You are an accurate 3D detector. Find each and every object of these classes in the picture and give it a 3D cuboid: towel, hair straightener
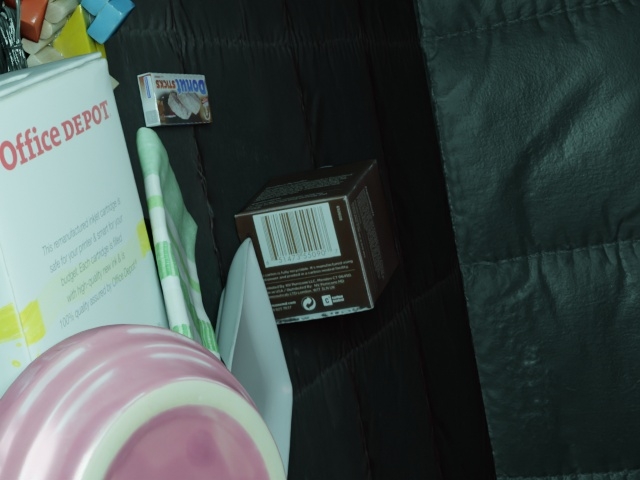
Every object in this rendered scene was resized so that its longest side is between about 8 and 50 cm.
[{"bbox_3d":[-0.120,0.085,1.494,0.248,0.038,0.325,80,-2,-67],"label":"towel"},{"bbox_3d":[-0.289,-0.156,1.445,0.047,0.089,0.230,-27,107,-70],"label":"hair straightener"}]

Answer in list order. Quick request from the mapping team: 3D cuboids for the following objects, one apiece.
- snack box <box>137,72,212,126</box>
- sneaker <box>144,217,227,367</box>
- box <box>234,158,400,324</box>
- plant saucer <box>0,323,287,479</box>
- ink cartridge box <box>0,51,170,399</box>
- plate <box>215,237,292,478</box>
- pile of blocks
[{"bbox_3d":[-0.181,-0.176,1.921,0.178,0.022,0.064,-17,97,-73],"label":"snack box"},{"bbox_3d":[-0.161,0.097,1.717,0.130,0.109,0.286,-84,160,-57],"label":"sneaker"},{"bbox_3d":[0.000,0.000,2.165,0.203,0.168,0.167,-51,128,-67],"label":"box"},{"bbox_3d":[-0.132,0.231,1.199,0.332,0.084,0.332,3,86,-50],"label":"plant saucer"},{"bbox_3d":[-0.257,0.057,1.312,0.279,0.160,0.384,-47,127,-69],"label":"ink cartridge box"},{"bbox_3d":[-0.088,0.185,1.943,0.277,0.045,0.278,-87,166,-52],"label":"plate"},{"bbox_3d":[-0.263,-0.283,1.492,0.112,0.149,0.362,-62,140,-64],"label":"pile of blocks"}]
